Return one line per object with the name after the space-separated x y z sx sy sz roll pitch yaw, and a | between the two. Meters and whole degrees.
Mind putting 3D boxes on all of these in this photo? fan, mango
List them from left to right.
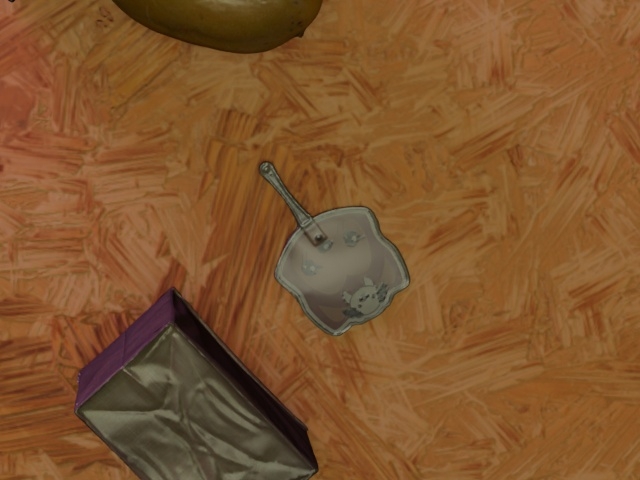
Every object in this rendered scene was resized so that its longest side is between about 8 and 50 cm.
-0.119 -0.277 1.839 0.251 0.114 0.156 7 110 -7 | mango
0.000 0.000 1.966 0.132 0.009 0.220 -38 104 2 | fan

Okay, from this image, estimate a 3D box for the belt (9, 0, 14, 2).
-0.288 -0.339 1.790 0.078 0.151 0.198 30 121 -9 | belt

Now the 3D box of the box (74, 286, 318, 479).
-0.138 0.196 1.928 0.155 0.149 0.231 -41 102 4 | box
